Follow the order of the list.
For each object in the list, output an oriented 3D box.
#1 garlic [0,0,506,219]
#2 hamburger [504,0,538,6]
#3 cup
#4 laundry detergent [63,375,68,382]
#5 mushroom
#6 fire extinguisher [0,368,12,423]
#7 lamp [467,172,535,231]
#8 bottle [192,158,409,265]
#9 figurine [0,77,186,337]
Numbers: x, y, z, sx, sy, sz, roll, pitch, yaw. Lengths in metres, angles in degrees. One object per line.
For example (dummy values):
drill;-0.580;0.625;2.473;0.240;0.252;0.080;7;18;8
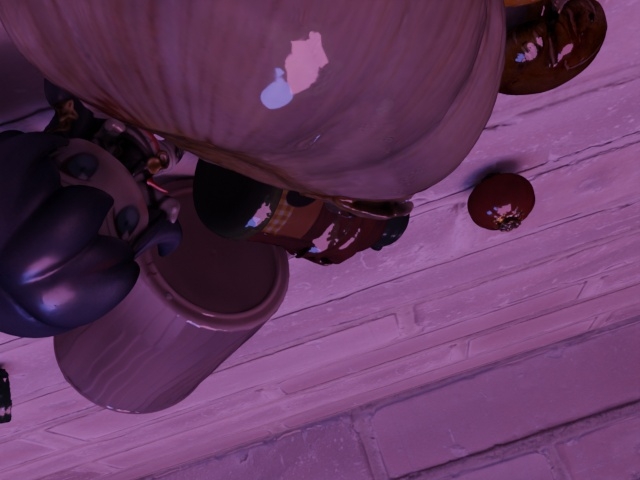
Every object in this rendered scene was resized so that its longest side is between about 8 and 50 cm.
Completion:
garlic;-0.038;-0.145;0.484;0.321;0.241;0.322;6;158;2
hamburger;0.158;-0.268;0.558;0.213;0.108;0.214;-19;161;-7
cup;-0.160;0.078;0.973;0.288;0.208;0.273;7;146;-32
laundry detergent;-0.384;0.226;1.338;0.099;0.070;0.226;-12;157;8
mushroom;0.231;-0.204;0.785;0.135;0.080;0.170;-27;161;-3
fire extinguisher;-0.647;0.261;1.202;0.294;0.093;0.118;-2;127;-32
lamp;0.268;-0.057;1.137;0.101;0.090;0.101;-14;154;-7
bottle;-0.006;-0.055;0.885;0.271;0.143;0.156;11;105;-45
figurine;-0.205;-0.033;0.654;0.197;0.175;0.265;-53;178;25
